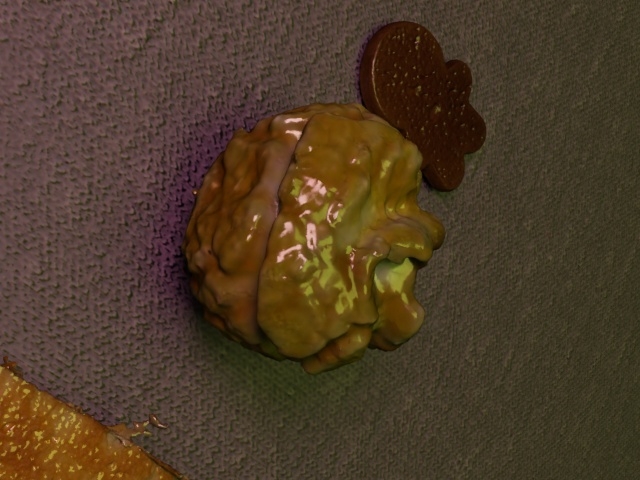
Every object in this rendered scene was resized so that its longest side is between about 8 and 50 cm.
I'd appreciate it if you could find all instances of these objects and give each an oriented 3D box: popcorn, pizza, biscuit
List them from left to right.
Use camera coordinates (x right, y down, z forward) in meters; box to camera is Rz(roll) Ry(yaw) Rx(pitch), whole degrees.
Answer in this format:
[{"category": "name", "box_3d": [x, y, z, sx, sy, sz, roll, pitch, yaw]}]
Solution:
[{"category": "pizza", "box_3d": [-0.246, 0.244, 0.913, 0.288, 0.075, 0.280, 15, 90, -42]}, {"category": "popcorn", "box_3d": [-0.003, -0.008, 0.988, 0.247, 0.282, 0.282, 16, 84, -31]}, {"category": "biscuit", "box_3d": [0.130, -0.173, 1.244, 0.180, 0.039, 0.236, -55, 128, -21]}]
